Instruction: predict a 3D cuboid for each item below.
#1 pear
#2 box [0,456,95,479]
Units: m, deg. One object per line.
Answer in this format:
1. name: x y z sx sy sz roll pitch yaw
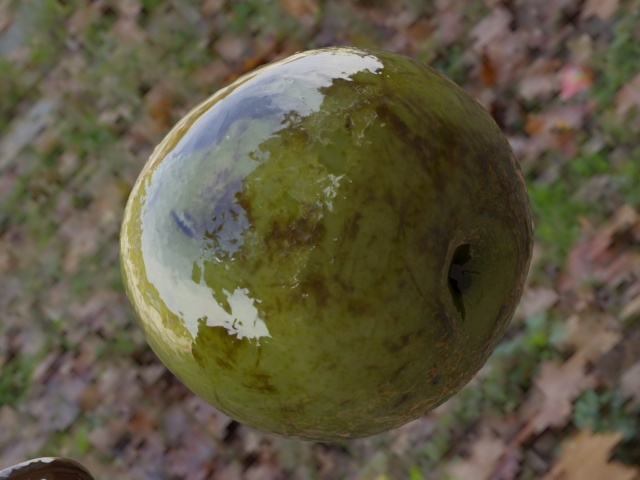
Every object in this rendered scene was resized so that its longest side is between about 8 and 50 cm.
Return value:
1. pear: 0.000 0.000 1.298 0.283 0.283 0.283 -35 26 20
2. box: -0.251 0.337 1.204 0.339 0.239 0.229 -19 47 -18
